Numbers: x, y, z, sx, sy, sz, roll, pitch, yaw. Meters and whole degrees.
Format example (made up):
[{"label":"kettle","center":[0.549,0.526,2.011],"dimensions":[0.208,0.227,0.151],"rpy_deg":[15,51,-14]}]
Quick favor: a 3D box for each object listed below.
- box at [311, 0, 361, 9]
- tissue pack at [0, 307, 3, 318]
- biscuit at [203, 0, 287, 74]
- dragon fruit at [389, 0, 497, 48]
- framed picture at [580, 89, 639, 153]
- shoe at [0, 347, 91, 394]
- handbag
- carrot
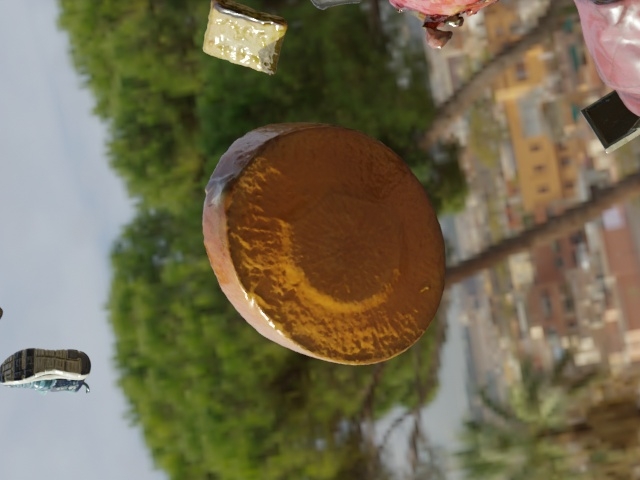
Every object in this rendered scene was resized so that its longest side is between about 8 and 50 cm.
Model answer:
[{"label":"box","center":[-0.006,-0.396,1.374],"dimensions":[0.290,0.073,0.289],"rpy_deg":[71,-163,-51]},{"label":"tissue pack","center":[-0.610,0.206,2.119],"dimensions":[0.267,0.277,0.387],"rpy_deg":[37,-145,-23]},{"label":"biscuit","center":[-0.079,-0.212,1.579],"dimensions":[0.081,0.083,0.018],"rpy_deg":[106,-178,-51]},{"label":"dragon fruit","center":[0.177,-0.445,1.930],"dimensions":[0.263,0.296,0.314],"rpy_deg":[70,177,-80]},{"label":"framed picture","center":[0.352,-0.154,1.607],"dimensions":[0.011,0.149,0.109],"rpy_deg":[53,-168,-23]},{"label":"shoe","center":[-0.424,0.207,2.340],"dimensions":[0.064,0.142,0.071],"rpy_deg":[-101,12,-46]},{"label":"handbag","center":[0.333,-0.203,1.286],"dimensions":[0.135,0.225,0.146],"rpy_deg":[59,-177,-18]},{"label":"carrot","center":[0.000,0.000,1.617],"dimensions":[0.307,0.100,0.258],"rpy_deg":[22,-109,-37]}]
